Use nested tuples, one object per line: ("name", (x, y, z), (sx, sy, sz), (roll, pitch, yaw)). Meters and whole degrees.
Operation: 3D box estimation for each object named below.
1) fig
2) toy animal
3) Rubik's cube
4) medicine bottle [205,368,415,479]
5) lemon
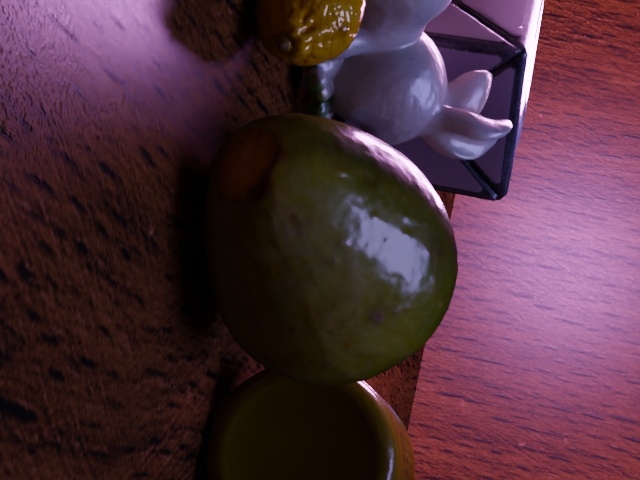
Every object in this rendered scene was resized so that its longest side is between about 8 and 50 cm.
("fig", (0.000, 0.000, 1.471), (0.326, 0.258, 0.258), (59, 41, -55))
("toy animal", (0.098, -0.242, 1.784), (0.183, 0.247, 0.310), (-95, 176, -66))
("Rubik's cube", (0.174, -0.233, 2.086), (0.260, 0.254, 0.259), (-65, 161, -52))
("medicine bottle", (0.004, 0.279, 1.788), (0.384, 0.224, 0.224), (55, 46, -74))
("lemon", (-0.012, -0.240, 1.513), (0.155, 0.114, 0.114), (-68, 164, -45))
